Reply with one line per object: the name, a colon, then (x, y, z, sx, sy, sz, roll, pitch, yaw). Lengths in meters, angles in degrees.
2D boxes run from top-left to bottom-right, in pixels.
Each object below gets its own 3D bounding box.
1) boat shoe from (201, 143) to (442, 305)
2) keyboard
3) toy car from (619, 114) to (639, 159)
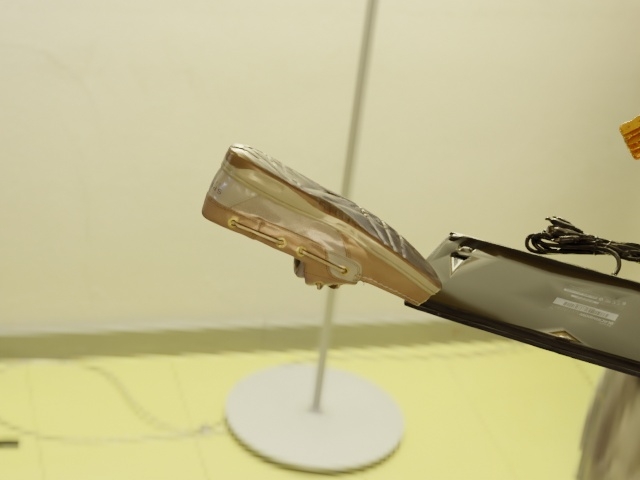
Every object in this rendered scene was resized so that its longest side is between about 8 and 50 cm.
boat shoe: (0.000, 0.000, 0.779, 0.135, 0.045, 0.050, 31, 14, -14)
keyboard: (0.244, 0.051, 1.302, 0.317, 0.033, 0.201, 17, 36, 25)
toy car: (0.241, -0.104, 1.046, 0.122, 0.040, 0.060, -38, 44, -14)
